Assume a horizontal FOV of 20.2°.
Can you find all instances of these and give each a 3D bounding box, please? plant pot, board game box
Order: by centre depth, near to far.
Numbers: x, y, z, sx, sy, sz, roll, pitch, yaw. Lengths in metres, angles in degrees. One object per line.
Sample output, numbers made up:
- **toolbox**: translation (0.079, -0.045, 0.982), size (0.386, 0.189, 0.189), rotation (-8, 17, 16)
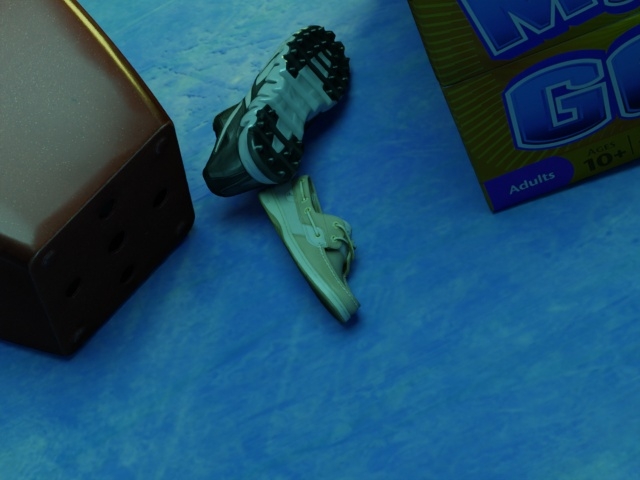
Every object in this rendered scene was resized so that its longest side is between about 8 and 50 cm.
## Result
- **board game box**: translation (0.225, -0.314, 1.538), size (0.357, 0.356, 0.356), rotation (-21, 50, 6)
- **plant pot**: translation (-0.263, -0.057, 1.580), size (0.236, 0.267, 0.267), rotation (34, 68, 20)

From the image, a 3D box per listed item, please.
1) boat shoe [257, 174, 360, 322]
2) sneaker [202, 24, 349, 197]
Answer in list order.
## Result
- **boat shoe**: translation (0.000, 0.000, 1.564), size (0.059, 0.063, 0.170), rotation (-31, 49, -1)
- **sneaker**: translation (-0.048, -0.119, 1.659), size (0.106, 0.078, 0.234), rotation (-25, 25, 36)
